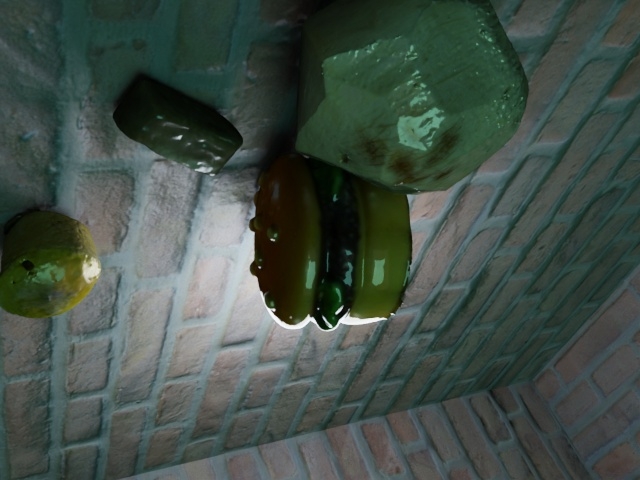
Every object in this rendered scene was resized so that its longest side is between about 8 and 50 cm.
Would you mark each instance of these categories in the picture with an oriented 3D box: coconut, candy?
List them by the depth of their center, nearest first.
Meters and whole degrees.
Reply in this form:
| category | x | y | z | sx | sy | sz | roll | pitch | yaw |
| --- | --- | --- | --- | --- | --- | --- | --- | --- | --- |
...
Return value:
| category | x | y | z | sx | sy | sz | roll | pitch | yaw |
| --- | --- | --- | --- | --- | --- | --- | --- | --- | --- |
| coconut | 0.135 | -0.255 | 1.212 | 0.415 | 0.415 | 0.344 | -35 | -174 | 12 |
| candy | -0.257 | -0.204 | 1.271 | 0.104 | 0.102 | 0.234 | -44 | 144 | 23 |

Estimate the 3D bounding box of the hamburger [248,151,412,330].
| category | x | y | z | sx | sy | sz | roll | pitch | yaw |
| --- | --- | --- | --- | --- | --- | --- | --- | --- | --- |
| hamburger | 0.000 | 0.000 | 1.437 | 0.277 | 0.396 | 0.396 | 0 | 139 | -17 |

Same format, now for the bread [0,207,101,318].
| category | x | y | z | sx | sy | sz | roll | pitch | yaw |
| --- | --- | --- | --- | --- | --- | --- | --- | --- | --- |
| bread | -0.535 | 0.049 | 1.356 | 0.197 | 0.170 | 0.197 | -16 | 145 | -12 |
